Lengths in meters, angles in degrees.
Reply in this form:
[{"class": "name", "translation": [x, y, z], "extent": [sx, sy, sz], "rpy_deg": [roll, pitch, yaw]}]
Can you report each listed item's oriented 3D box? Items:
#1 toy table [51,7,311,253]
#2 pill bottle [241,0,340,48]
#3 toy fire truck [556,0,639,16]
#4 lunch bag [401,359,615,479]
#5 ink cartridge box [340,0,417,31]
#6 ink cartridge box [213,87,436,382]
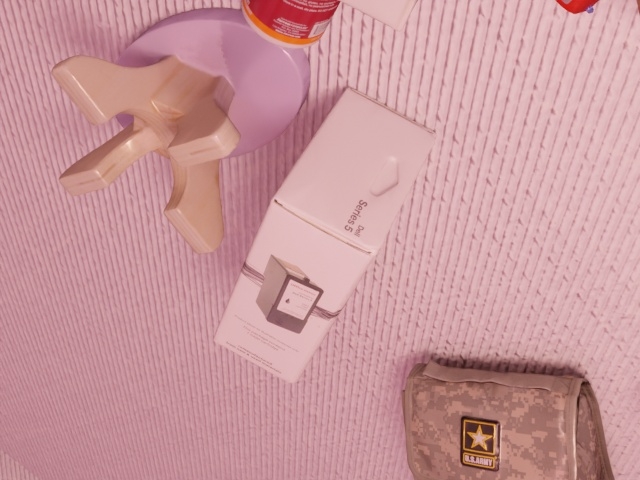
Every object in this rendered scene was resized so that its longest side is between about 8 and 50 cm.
[{"class": "toy table", "translation": [-0.157, -0.128, 0.929], "extent": [0.274, 0.161, 0.252], "rpy_deg": [-23, 119, 44]}, {"class": "pill bottle", "translation": [-0.010, -0.252, 0.771], "extent": [0.086, 0.086, 0.152], "rpy_deg": [31, 139, -4]}, {"class": "toy fire truck", "translation": [0.248, -0.188, 0.653], "extent": [0.135, 0.192, 0.047], "rpy_deg": [58, 138, 9]}, {"class": "lunch bag", "translation": [0.248, 0.288, 1.141], "extent": [0.235, 0.169, 0.287], "rpy_deg": [0, 125, 34]}, {"class": "ink cartridge box", "translation": [0.015, -0.287, 0.624], "extent": [0.353, 0.207, 0.119], "rpy_deg": [28, 138, 1]}, {"class": "ink cartridge box", "translation": [0.000, 0.000, 0.944], "extent": [0.115, 0.198, 0.273], "rpy_deg": [29, 140, 1]}]
